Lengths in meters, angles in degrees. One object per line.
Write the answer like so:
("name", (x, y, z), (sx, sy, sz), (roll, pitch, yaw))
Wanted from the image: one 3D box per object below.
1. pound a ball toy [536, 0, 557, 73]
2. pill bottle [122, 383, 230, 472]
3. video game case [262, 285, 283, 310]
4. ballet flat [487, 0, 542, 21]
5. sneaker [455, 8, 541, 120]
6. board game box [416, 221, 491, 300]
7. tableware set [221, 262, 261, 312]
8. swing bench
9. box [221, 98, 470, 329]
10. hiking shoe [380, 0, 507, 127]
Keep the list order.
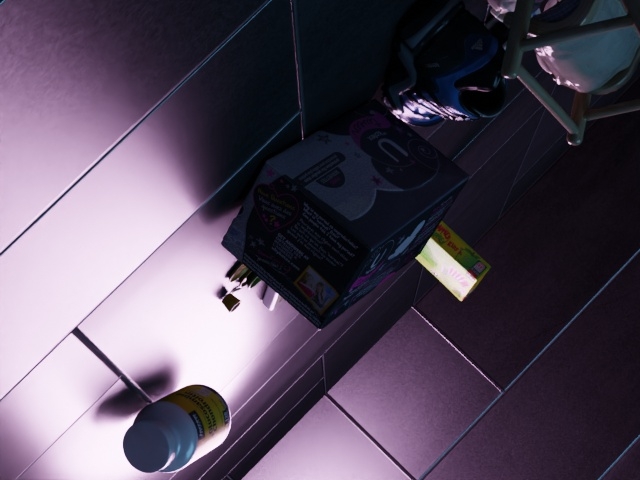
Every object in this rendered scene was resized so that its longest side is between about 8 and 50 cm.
("pound a ball toy", (0.453, -0.390, 2.197), (0.319, 0.136, 0.208), (-35, 139, -48))
("pill bottle", (-0.209, 0.274, 2.058), (0.103, 0.103, 0.184), (-50, 170, 19))
("video game case", (0.000, 0.000, 2.075), (0.193, 0.023, 0.212), (-42, 170, -22))
("ballet flat", (0.236, -0.301, 1.739), (0.074, 0.074, 0.203), (-47, 172, 3))
("sneaker", (0.217, -0.244, 1.920), (0.083, 0.071, 0.190), (-17, 142, -57))
("board game box", (0.210, 0.016, 2.538), (0.043, 0.181, 0.092), (-41, 169, -28))
("tableware set", (-0.086, 0.039, 1.873), (0.104, 0.024, 0.154), (-35, 165, -47))
("swing bench", (0.303, -0.272, 1.569), (0.165, 0.254, 0.253), (-10, 162, 23))
("box", (0.032, -0.039, 1.657), (0.247, 0.163, 0.142), (-34, 160, -52))
("hiking shoe", (0.151, -0.178, 1.684), (0.113, 0.132, 0.304), (-45, 170, -7))
